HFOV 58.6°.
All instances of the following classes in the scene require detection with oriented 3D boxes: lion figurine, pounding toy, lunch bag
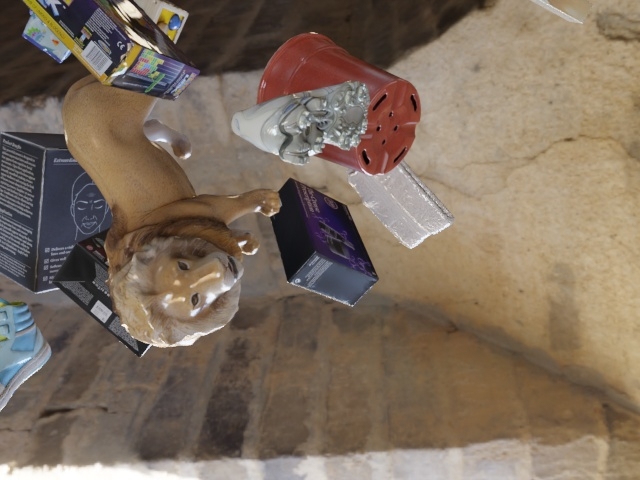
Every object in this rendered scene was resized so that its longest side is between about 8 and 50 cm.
[{"bbox_3d":[-0.193,-0.068,0.641,0.392,0.142,0.240,50,38,16],"label":"lion figurine"},{"bbox_3d":[-0.352,-0.439,1.193,0.130,0.100,0.141,-60,172,17],"label":"pounding toy"},{"bbox_3d":[-0.467,-0.425,1.052,0.096,0.129,0.151,38,28,-30],"label":"lunch bag"}]

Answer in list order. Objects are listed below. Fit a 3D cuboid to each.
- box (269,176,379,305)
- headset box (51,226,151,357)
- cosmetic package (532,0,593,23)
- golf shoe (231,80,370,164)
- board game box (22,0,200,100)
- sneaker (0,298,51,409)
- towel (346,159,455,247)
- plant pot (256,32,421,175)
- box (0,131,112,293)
[{"bbox_3d":[0.000,0.000,1.275,0.184,0.103,0.261,26,29,-35],"label":"box"},{"bbox_3d":[-0.343,0.067,1.147,0.218,0.110,0.293,41,22,0],"label":"headset box"},{"bbox_3d":[0.479,-0.481,1.145,0.060,0.115,0.041,-104,-143,-64],"label":"cosmetic package"},{"bbox_3d":[-0.013,-0.123,0.550,0.176,0.086,0.069,-27,129,-56],"label":"golf shoe"},{"bbox_3d":[-0.208,-0.211,0.527,0.170,0.048,0.141,46,14,0],"label":"board game box"},{"bbox_3d":[-0.726,0.245,1.214,0.319,0.127,0.208,-73,157,-64],"label":"sneaker"},{"bbox_3d":[0.199,-0.114,1.480,0.049,0.282,0.187,-45,-176,-35],"label":"towel"},{"bbox_3d":[0.052,-0.275,1.217,0.272,0.265,0.272,-29,135,-34],"label":"plant pot"},{"bbox_3d":[-0.714,-0.089,1.606,0.293,0.212,0.395,-11,117,-57],"label":"box"}]
